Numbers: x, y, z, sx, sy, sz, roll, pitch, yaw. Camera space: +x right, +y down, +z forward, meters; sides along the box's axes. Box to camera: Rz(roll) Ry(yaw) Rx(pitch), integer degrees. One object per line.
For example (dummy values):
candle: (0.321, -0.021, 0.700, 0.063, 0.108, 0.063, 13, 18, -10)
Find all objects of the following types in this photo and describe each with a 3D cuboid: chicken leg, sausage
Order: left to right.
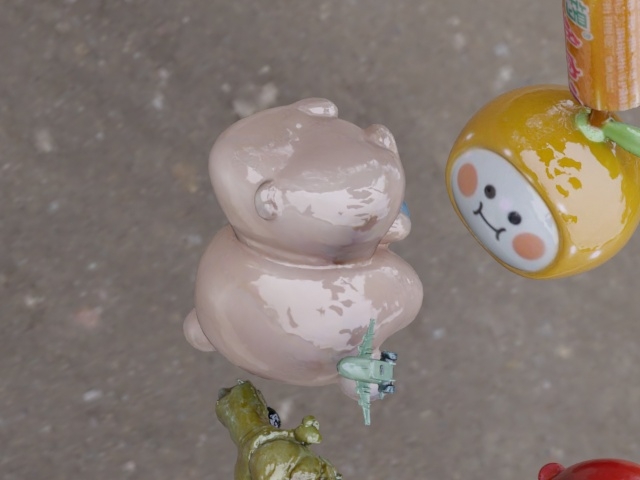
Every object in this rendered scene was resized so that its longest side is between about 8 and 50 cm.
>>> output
chicken leg: (-0.039, 0.197, 1.598, 0.088, 0.103, 0.227, -18, 50, -11)
sausage: (0.199, -0.199, 1.220, 0.234, 0.071, 0.071, 77, 31, -43)

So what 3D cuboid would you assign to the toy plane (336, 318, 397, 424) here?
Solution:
toy plane: (0.037, 0.097, 1.316, 0.083, 0.033, 0.080, 22, 72, -67)

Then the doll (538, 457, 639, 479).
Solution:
doll: (0.251, 0.259, 1.502, 0.183, 0.217, 0.085, -41, 126, -17)

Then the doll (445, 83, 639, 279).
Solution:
doll: (0.256, -0.083, 1.844, 0.213, 0.236, 0.213, 17, 48, -20)

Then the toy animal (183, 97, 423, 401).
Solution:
toy animal: (-0.010, 0.004, 1.571, 0.229, 0.210, 0.221, -59, 154, -22)
